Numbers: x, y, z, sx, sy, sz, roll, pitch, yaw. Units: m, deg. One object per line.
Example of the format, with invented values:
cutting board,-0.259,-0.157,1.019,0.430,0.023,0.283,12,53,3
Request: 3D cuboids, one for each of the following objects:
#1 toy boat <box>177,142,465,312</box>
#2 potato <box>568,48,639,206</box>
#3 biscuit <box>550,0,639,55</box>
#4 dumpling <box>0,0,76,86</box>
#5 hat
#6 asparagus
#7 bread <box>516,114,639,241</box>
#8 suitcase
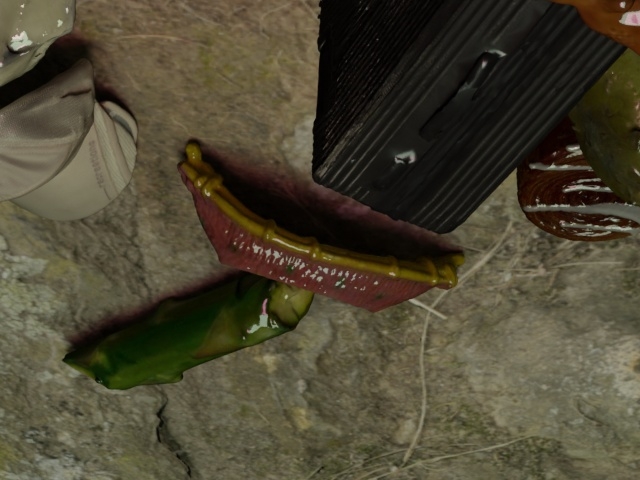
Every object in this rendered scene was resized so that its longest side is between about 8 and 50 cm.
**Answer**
toy boat,-0.004,0.006,1.730,0.318,0.099,0.141,21,180,-21
potato,0.250,-0.129,1.476,0.117,0.090,0.225,-16,103,55
biscuit,0.127,-0.324,1.055,0.343,0.395,0.166,22,136,-20
dumpling,-0.354,-0.215,1.458,0.318,0.187,0.242,-20,97,14
hat,-0.285,-0.061,1.615,0.220,0.164,0.226,-11,133,17
asparagus,-0.145,0.101,1.872,0.343,0.085,0.082,-22,159,26
bread,0.258,-0.066,1.629,0.161,0.073,0.160,2,141,2
suitcase,0.129,-0.185,1.362,0.152,0.229,0.335,20,139,-19
